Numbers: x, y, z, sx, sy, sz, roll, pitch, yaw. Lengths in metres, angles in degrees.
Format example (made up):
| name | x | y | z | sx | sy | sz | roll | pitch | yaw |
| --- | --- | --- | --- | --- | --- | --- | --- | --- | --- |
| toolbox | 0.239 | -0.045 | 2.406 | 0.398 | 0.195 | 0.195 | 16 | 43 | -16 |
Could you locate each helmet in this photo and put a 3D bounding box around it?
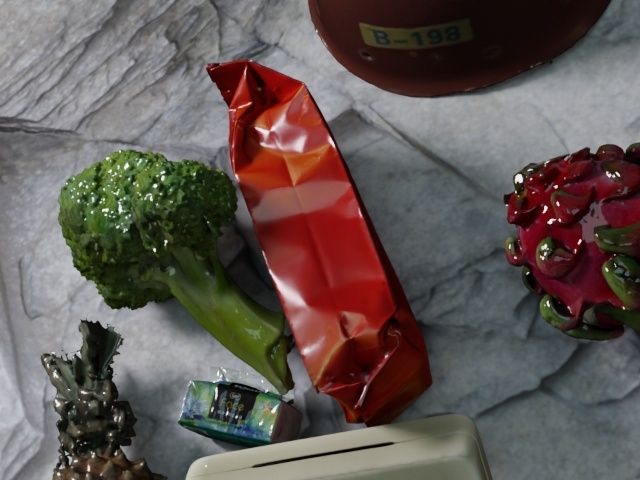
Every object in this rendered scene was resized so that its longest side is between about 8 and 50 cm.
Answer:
| name | x | y | z | sx | sy | sz | roll | pitch | yaw |
| --- | --- | --- | --- | --- | --- | --- | --- | --- | --- |
| helmet | 0.139 | -0.362 | 1.339 | 0.384 | 0.230 | 0.338 | 6 | 73 | 20 |

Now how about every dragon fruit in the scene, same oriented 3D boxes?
| name | x | y | z | sx | sy | sz | roll | pitch | yaw |
| --- | --- | --- | --- | --- | --- | --- | --- | --- | --- |
| dragon fruit | 0.325 | -0.003 | 1.189 | 0.272 | 0.218 | 0.198 | -8 | 107 | 9 |

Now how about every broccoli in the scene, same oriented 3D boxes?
| name | x | y | z | sx | sy | sz | roll | pitch | yaw |
| --- | --- | --- | --- | --- | --- | --- | --- | --- | --- |
| broccoli | -0.139 | -0.006 | 1.283 | 0.302 | 0.254 | 0.186 | 15 | 51 | 26 |

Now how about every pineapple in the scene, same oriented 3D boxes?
| name | x | y | z | sx | sy | sz | roll | pitch | yaw |
| --- | --- | --- | --- | --- | --- | --- | --- | --- | --- |
| pineapple | -0.243 | 0.264 | 1.285 | 0.175 | 0.175 | 0.361 | -28 | 59 | 6 |

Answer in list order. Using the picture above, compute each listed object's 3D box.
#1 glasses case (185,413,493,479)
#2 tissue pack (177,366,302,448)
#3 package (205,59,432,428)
| name | x | y | z | sx | sy | sz | roll | pitch | yaw |
| --- | --- | --- | --- | --- | --- | --- | --- | --- | --- |
| glasses case | 0.019 | 0.270 | 1.211 | 0.312 | 0.131 | 0.070 | -12 | 29 | 13 |
| tissue pack | -0.084 | 0.186 | 1.298 | 0.111 | 0.085 | 0.079 | 10 | 74 | 20 |
| package | 0.000 | 0.001 | 1.275 | 0.123 | 0.196 | 0.424 | -23 | 66 | 1 |
